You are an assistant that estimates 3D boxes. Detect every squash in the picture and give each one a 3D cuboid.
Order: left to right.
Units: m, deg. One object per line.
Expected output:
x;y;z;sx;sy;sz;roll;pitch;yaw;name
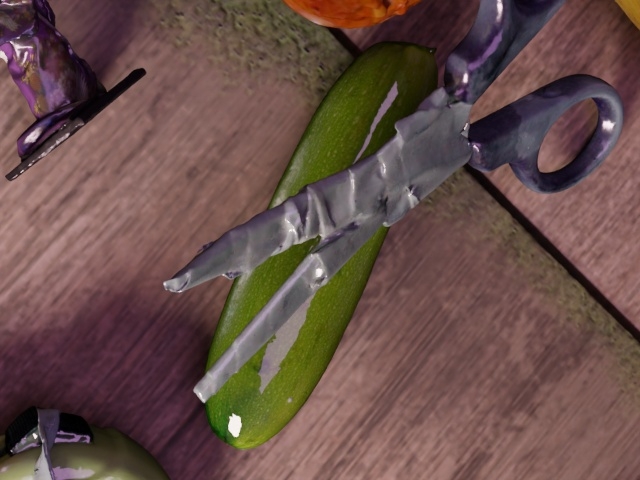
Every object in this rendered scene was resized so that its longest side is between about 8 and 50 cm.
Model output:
-0.001;0.001;1.080;0.082;0.082;0.292;25;88;-18;squash

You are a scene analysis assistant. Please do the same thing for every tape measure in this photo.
-0.172;0.200;1.043;0.175;0.106;0.200;-36;108;-6;tape measure

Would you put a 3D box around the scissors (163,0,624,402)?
0.056;-0.045;1.026;0.383;0.029;0.256;-40;140;-20;scissors

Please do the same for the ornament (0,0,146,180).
-0.203;-0.147;1.009;0.088;0.081;0.203;-36;91;34;ornament

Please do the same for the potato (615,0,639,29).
0.244;-0.227;1.088;0.158;0.178;0.203;27;111;-1;potato

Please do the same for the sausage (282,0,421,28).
0.067;-0.249;1.028;0.268;0.153;0.141;-40;135;-8;sausage
